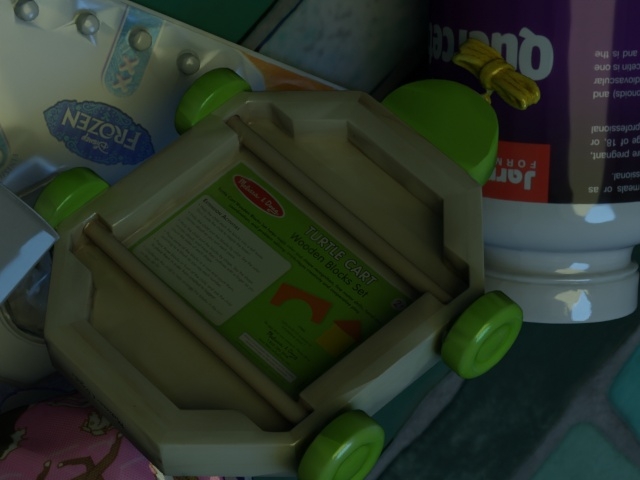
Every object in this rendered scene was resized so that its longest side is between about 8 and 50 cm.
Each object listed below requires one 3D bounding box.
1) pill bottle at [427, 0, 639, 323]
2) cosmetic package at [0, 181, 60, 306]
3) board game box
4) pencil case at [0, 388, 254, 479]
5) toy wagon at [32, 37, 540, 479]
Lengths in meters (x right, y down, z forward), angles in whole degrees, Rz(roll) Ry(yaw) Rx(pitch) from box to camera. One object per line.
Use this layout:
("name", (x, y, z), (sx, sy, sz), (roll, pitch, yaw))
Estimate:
("pill bottle", (0.164, -0.113, 1.378), (0.181, 0.181, 0.323), (-4, 102, -24))
("cosmetic package", (-0.277, 0.046, 1.184), (0.238, 0.127, 0.107), (-47, 115, -7))
("board game box", (-0.177, 0.030, 1.324), (0.390, 0.050, 0.390), (20, 92, -27))
("pencil case", (-0.227, 0.215, 1.222), (0.386, 0.167, 0.160), (-23, 119, -17))
("toy wagon", (0.000, 0.000, 1.238), (0.344, 0.267, 0.068), (-38, 152, -23))
